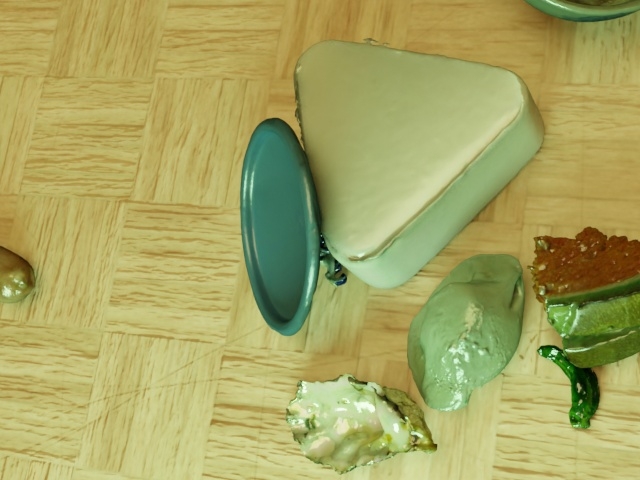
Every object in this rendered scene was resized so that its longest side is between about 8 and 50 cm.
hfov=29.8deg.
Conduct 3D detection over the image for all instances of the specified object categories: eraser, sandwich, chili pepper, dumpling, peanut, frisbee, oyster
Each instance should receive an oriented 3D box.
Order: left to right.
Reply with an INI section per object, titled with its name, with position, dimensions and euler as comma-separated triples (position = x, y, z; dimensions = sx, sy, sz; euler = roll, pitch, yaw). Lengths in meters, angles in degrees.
[peanut]
position = -0.493, 0.046, 1.822
dimensions = 0.152, 0.076, 0.076
euler = 22, 83, 31
[frisbee]
position = -0.043, -0.019, 1.592
dimensions = 0.049, 0.289, 0.289
euler = -5, 68, -20
[oyster]
position = 0.049, 0.232, 1.569
dimensions = 0.209, 0.072, 0.132
euler = -22, 73, 35
[eraser]
position = 0.100, -0.093, 1.598
dimensions = 0.331, 0.150, 0.331
euler = -6, 70, 17
[dumpling]
position = 0.176, 0.108, 1.529
dimensions = 0.153, 0.108, 0.219
euler = 23, 81, 25
[chili pepper]
position = 0.317, 0.175, 1.496
dimensions = 0.056, 0.035, 0.117
euler = -21, 71, -2
[sandwich]
position = 0.359, 0.057, 1.484
dimensions = 0.185, 0.109, 0.160
euler = -18, 41, 11

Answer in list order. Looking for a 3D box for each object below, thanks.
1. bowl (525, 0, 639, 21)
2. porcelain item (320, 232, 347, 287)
[bowl]
position = 0.343, -0.402, 1.576
dimensions = 0.289, 0.146, 0.289
euler = 1, 77, -2
[porcelain item]
position = 0.000, 0.000, 1.676
dimensions = 0.136, 0.021, 0.075
euler = 38, 86, 25
